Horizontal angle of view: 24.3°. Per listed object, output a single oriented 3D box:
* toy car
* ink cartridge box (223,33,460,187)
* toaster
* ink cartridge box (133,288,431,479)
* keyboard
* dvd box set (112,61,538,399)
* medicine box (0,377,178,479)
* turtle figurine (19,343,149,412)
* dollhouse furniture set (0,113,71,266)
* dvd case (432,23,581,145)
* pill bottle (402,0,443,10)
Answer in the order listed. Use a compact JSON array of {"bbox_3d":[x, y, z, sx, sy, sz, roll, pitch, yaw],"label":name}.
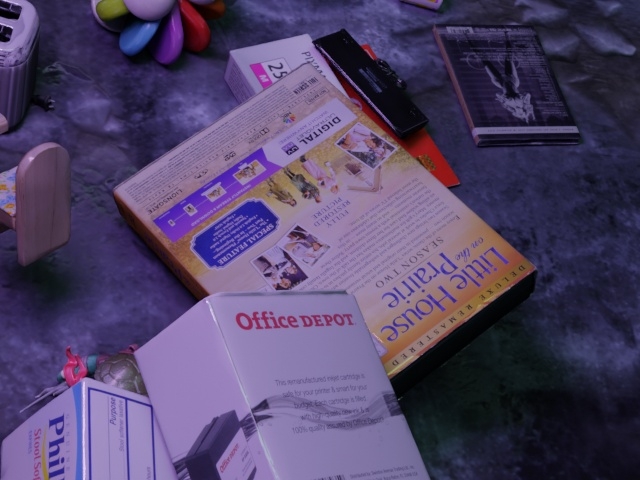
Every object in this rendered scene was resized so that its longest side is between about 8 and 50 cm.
[{"bbox_3d":[-0.208,-0.305,1.981,0.182,0.159,0.136,-23,101,-31],"label":"toy car"},{"bbox_3d":[0.035,-0.163,1.991,0.239,0.060,0.275,-17,61,-27],"label":"ink cartridge box"},{"bbox_3d":[-0.435,-0.230,1.831,0.227,0.146,0.129,17,52,-6],"label":"toaster"},{"bbox_3d":[-0.020,0.213,1.442,0.223,0.129,0.307,1,60,-50],"label":"ink cartridge box"},{"bbox_3d":[0.072,-0.216,2.025,0.180,0.023,0.108,49,38,10],"label":"keyboard"},{"bbox_3d":[0.000,0.000,1.738,0.307,0.062,0.420,-36,61,-18],"label":"dvd box set"},{"bbox_3d":[-0.154,0.311,1.446,0.289,0.149,0.263,23,45,-36],"label":"medicine box"},{"bbox_3d":[-0.198,0.170,1.635,0.234,0.118,0.175,-22,64,-37],"label":"turtle figurine"},{"bbox_3d":[-0.523,-0.107,1.560,0.362,0.256,0.394,33,44,30],"label":"dollhouse furniture set"},{"bbox_3d":[0.267,-0.226,2.140,0.164,0.018,0.221,-2,55,-21],"label":"dvd case"},{"bbox_3d":[0.140,-0.370,2.189,0.083,0.043,0.043,15,51,-8],"label":"pill bottle"}]
